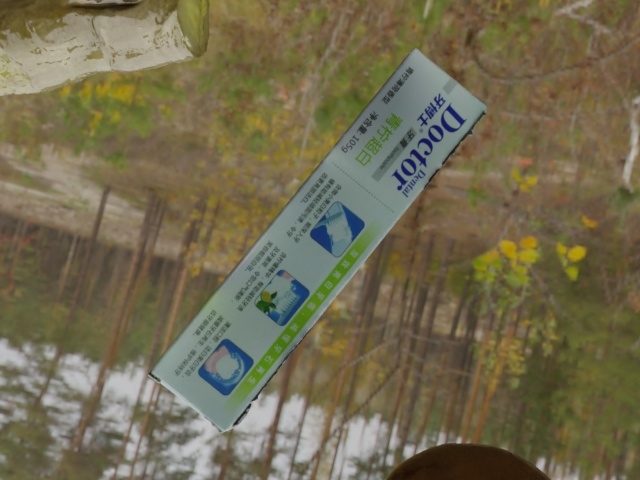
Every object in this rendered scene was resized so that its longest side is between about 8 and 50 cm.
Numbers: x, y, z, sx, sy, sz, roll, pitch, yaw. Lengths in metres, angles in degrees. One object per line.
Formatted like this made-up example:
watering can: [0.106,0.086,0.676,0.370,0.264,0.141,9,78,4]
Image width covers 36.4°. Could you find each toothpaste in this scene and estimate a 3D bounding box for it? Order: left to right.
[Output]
toothpaste: [0.000,0.000,0.797,0.081,0.336,0.067,39,176,-1]

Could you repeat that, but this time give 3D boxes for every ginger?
ginger: [-0.223,-0.197,0.884,0.263,0.109,0.116,-8,-161,12]

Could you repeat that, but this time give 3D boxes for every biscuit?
biscuit: [0.139,0.272,0.844,0.212,0.212,0.036,14,144,1]
